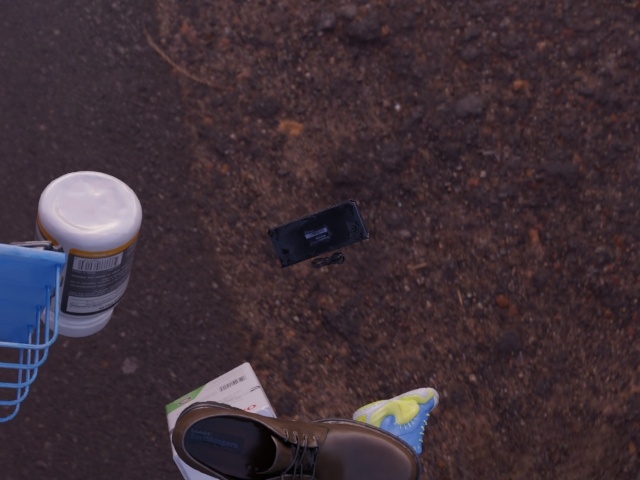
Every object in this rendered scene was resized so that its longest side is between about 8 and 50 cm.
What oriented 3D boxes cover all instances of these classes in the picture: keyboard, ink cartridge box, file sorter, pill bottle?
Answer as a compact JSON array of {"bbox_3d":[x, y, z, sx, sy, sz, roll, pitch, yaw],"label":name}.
[{"bbox_3d":[0.000,0.000,1.609,0.180,0.023,0.108,-19,98,16],"label":"keyboard"},{"bbox_3d":[-0.150,0.295,1.363,0.160,0.219,0.093,-27,105,-7],"label":"ink cartridge box"},{"bbox_3d":[-0.323,0.090,0.825,0.118,0.170,0.105,10,51,-27],"label":"file sorter"},{"bbox_3d":[-0.396,0.031,1.447,0.162,0.278,0.162,12,47,-13],"label":"pill bottle"}]

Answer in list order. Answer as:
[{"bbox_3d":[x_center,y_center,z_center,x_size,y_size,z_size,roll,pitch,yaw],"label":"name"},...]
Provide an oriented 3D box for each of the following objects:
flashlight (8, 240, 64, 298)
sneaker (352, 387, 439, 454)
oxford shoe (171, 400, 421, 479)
[{"bbox_3d":[-0.519,0.057,1.201,0.304,0.103,0.103,-3,79,6],"label":"flashlight"},{"bbox_3d":[0.154,0.352,1.610,0.091,0.240,0.126,-32,72,38],"label":"sneaker"},{"bbox_3d":[-0.019,0.195,0.758,0.227,0.096,0.083,8,83,-5],"label":"oxford shoe"}]
